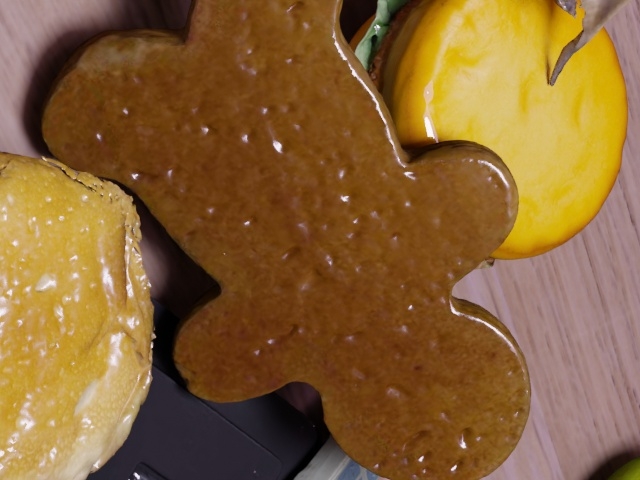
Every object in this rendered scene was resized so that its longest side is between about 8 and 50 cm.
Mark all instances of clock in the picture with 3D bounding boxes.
[{"bbox_3d":[-0.140,0.200,1.178,0.279,0.049,0.273,41,73,-37],"label":"clock"}]

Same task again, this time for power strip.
[{"bbox_3d":[0.037,0.169,1.305,0.227,0.029,0.080,-50,147,-28],"label":"power strip"}]

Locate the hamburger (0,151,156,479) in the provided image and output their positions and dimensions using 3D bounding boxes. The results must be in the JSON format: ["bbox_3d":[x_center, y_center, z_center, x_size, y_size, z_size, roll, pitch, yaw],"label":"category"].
[{"bbox_3d":[-0.234,0.050,1.003,0.244,0.163,0.244,-4,95,-44],"label":"hamburger"}]

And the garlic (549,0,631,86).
[{"bbox_3d":[0.184,-0.291,1.099,0.338,0.196,0.151,60,21,-26],"label":"garlic"}]

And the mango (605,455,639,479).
[{"bbox_3d":[0.301,0.336,1.505,0.185,0.149,0.273,0,93,-32],"label":"mango"}]

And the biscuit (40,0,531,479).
[{"bbox_3d":[0.000,-0.001,1.134,0.283,0.064,0.432,-34,107,12],"label":"biscuit"}]

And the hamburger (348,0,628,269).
[{"bbox_3d":[0.111,-0.099,1.249,0.246,0.170,0.246,1,87,-33],"label":"hamburger"}]
